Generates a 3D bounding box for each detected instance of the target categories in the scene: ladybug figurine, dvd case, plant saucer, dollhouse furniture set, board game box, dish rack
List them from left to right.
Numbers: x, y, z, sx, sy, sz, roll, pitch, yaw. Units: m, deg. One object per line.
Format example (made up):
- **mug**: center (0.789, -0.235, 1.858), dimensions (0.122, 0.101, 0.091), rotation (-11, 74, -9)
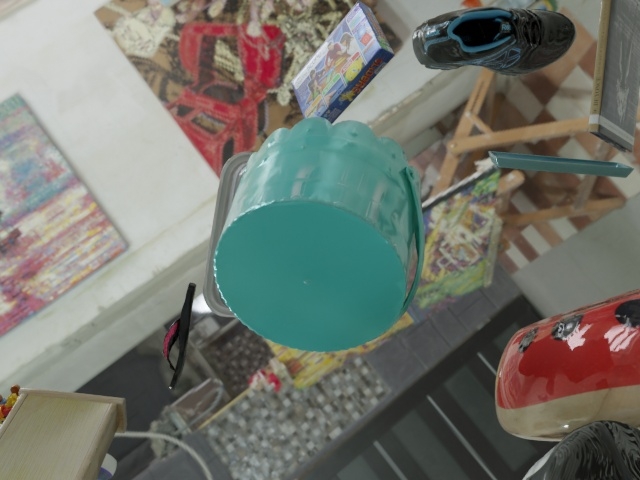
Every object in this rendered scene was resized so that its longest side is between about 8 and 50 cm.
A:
- **dollhouse furniture set**: center (-0.266, 0.296, 0.670), dimensions (0.161, 0.212, 0.242), rotation (-84, 1, -61)
- **dish rack**: center (-0.034, 0.006, 1.196), dimensions (0.332, 0.286, 0.072), rotation (9, 180, -39)
- **board game box**: center (0.033, -0.304, 1.192), dimensions (0.035, 0.201, 0.136), rotation (16, -136, -39)
- **plant saucer**: center (0.341, -0.109, 0.964), dimensions (0.067, 0.191, 0.018), rotation (-67, -19, -74)
- **ladybug figurine**: center (0.413, 0.171, 0.960), dimensions (0.449, 0.305, 0.162), rotation (-40, 69, 62)
- **dvd case**: center (0.419, -0.246, 0.941), dimensions (0.018, 0.222, 0.164), rotation (5, 180, 40)

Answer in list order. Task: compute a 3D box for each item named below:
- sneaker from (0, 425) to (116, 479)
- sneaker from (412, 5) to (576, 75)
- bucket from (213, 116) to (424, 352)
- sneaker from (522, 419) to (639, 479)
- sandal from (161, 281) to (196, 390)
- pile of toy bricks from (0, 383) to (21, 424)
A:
- **sneaker**: center (-0.500, 0.452, 1.128), dimensions (0.130, 0.236, 0.323), rotation (-2, 153, 27)
- **sneaker**: center (0.353, -0.380, 1.273), dimensions (0.139, 0.340, 0.125), rotation (-166, 67, -73)
- **bucket**: center (0.000, 0.000, 0.878), dimensions (0.281, 0.281, 0.183), rotation (59, -154, -28)
- **sneaker**: center (0.271, 0.316, 0.699), dimensions (0.447, 0.257, 0.169), rotation (16, -135, -44)
- **sandal**: center (-0.239, 0.157, 1.111), dimensions (0.067, 0.040, 0.179), rotation (132, 145, -73)
- **pile of toy bricks**: center (-0.696, 0.332, 1.341), dimensions (0.105, 0.212, 0.118), rotation (66, 172, -9)
